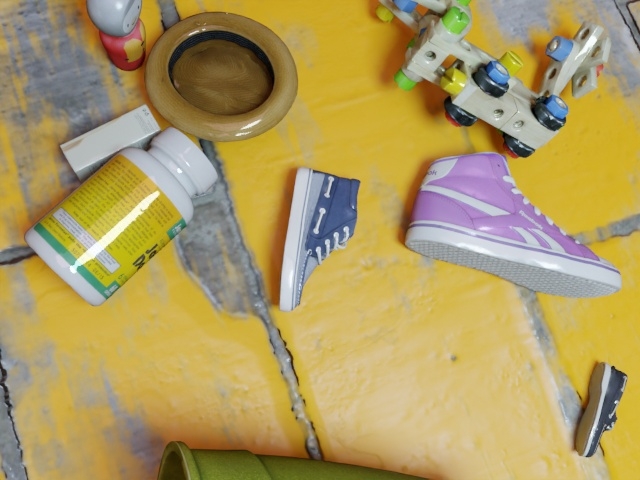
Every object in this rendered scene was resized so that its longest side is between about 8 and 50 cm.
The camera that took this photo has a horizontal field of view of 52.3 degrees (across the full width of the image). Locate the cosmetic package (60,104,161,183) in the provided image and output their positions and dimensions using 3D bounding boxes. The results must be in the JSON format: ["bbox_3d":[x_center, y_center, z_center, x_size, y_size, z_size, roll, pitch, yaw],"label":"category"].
[{"bbox_3d":[-0.255,-0.117,0.808,0.115,0.060,0.041,-30,81,-16],"label":"cosmetic package"}]

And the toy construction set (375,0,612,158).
[{"bbox_3d":[0.234,-0.237,0.875,0.327,0.151,0.215,11,47,-13],"label":"toy construction set"}]

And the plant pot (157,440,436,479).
[{"bbox_3d":[0.038,0.368,0.602,0.353,0.366,0.366,3,75,-19],"label":"plant pot"}]

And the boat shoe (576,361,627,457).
[{"bbox_3d":[0.356,0.217,0.823,0.038,0.046,0.125,24,65,3],"label":"boat shoe"}]

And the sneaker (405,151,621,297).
[{"bbox_3d":[0.263,-0.030,0.844,0.282,0.102,0.161,19,71,-3],"label":"sneaker"}]

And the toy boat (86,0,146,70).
[{"bbox_3d":[-0.287,-0.378,0.823,0.267,0.148,0.318,-19,79,-13],"label":"toy boat"}]

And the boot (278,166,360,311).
[{"bbox_3d":[0.000,0.000,0.810,0.086,0.069,0.190,9,73,-3],"label":"boot"}]

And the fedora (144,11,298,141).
[{"bbox_3d":[-0.125,-0.198,0.838,0.194,0.079,0.194,1,73,-2],"label":"fedora"}]

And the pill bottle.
[{"bbox_3d":[-0.224,-0.034,0.761,0.117,0.117,0.208,43,74,4],"label":"pill bottle"}]
